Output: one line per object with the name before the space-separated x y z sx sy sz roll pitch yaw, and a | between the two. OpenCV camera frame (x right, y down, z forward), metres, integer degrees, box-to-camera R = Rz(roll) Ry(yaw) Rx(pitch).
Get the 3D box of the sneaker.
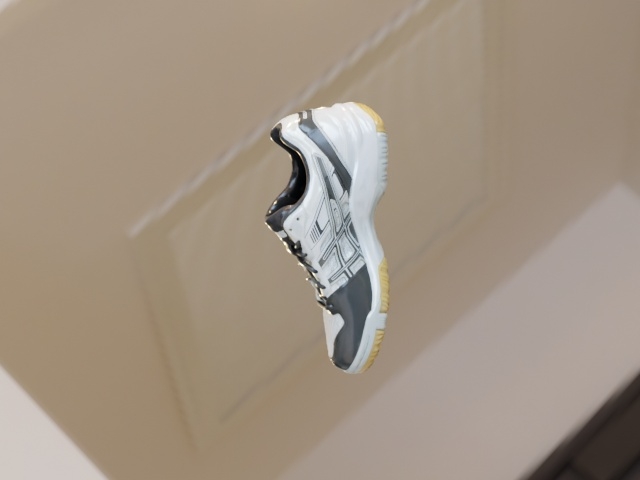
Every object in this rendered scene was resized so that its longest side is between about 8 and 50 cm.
sneaker | 0.000 0.000 0.587 0.037 0.032 0.083 -4 -84 -18
